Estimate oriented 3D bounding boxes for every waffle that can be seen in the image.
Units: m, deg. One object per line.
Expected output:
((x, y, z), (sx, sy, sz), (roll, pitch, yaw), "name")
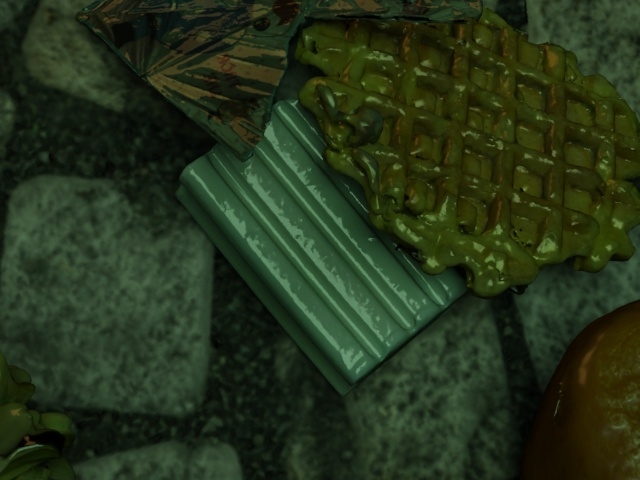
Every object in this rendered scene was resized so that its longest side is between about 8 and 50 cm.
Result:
((0.117, -0.082, 1.281), (0.262, 0.060, 0.280), (-23, 72, -36), "waffle")

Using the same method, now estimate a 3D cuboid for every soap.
((0.000, 0.000, 1.269), (0.119, 0.066, 0.198), (-38, 85, -19), "soap")

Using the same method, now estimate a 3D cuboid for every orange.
((0.258, 0.168, 1.215), (0.249, 0.183, 0.249), (-2, 63, 3), "orange")

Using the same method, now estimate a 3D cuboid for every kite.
((-0.034, -0.175, 1.269), (0.314, 0.011, 0.335), (1, 48, 17), "kite")

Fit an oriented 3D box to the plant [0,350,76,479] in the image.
((-0.321, 0.175, 1.073), (0.306, 0.261, 0.297), (9, 75, 5), "plant")
